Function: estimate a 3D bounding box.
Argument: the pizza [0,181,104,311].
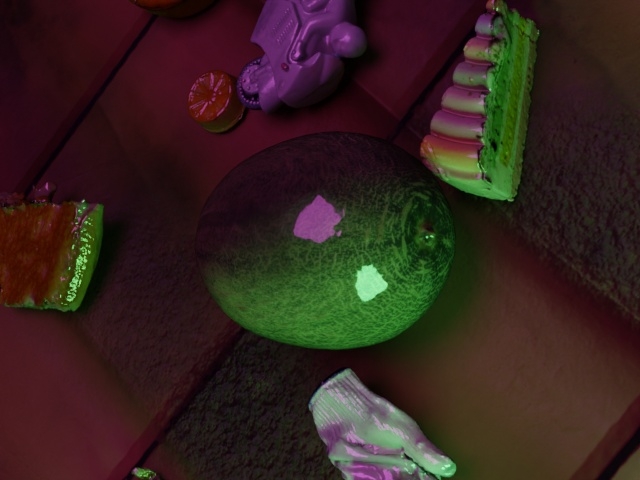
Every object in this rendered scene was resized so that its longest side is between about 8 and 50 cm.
[{"bbox_3d":[-0.417,0.006,1.980,0.297,0.071,0.189,9,91,42],"label":"pizza"}]

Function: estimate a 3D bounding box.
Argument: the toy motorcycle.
[{"bbox_3d":[-0.006,-0.273,1.761,0.171,0.110,0.260,27,91,35],"label":"toy motorcycle"}]

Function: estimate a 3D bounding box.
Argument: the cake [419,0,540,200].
[{"bbox_3d":[0.185,-0.162,1.572,0.090,0.109,0.225,1,74,37],"label":"cake"}]

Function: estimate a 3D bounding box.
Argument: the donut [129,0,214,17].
[{"bbox_3d":[-0.203,-0.393,1.979,0.178,0.065,0.162,19,80,41],"label":"donut"}]

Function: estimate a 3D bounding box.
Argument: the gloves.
[{"bbox_3d":[0.070,0.236,1.515,0.119,0.097,0.229,-50,46,16],"label":"gloves"}]

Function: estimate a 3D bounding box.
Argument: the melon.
[{"bbox_3d":[0.000,0.000,1.562,0.329,0.248,0.248,-3,71,39],"label":"melon"}]

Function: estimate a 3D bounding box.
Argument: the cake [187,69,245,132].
[{"bbox_3d":[-0.141,-0.190,1.865,0.084,0.044,0.084,-13,67,32],"label":"cake"}]

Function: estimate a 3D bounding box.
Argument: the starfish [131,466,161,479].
[{"bbox_3d":[-0.177,0.368,1.689,0.209,0.053,0.150,26,102,36],"label":"starfish"}]
